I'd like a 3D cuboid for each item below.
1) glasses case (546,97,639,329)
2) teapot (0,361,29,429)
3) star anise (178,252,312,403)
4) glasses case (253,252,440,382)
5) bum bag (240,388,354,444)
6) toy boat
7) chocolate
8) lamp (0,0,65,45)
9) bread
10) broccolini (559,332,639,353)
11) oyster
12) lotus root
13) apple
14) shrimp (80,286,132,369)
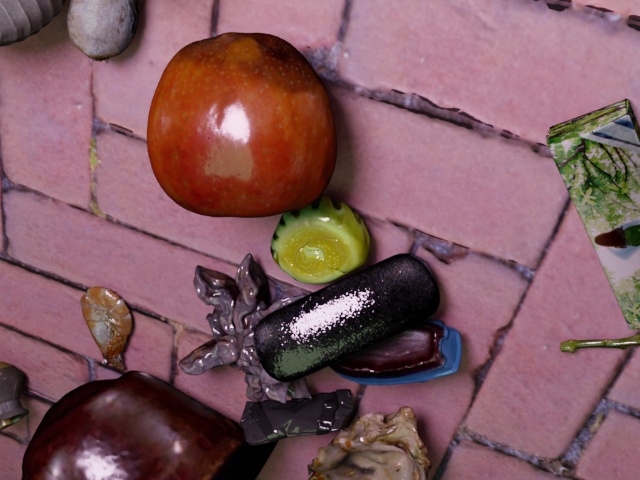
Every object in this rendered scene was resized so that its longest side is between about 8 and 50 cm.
[{"bbox_3d":[0.360,-0.022,0.856,0.095,0.062,0.272,-19,114,31],"label":"glasses case"},{"bbox_3d":[-0.633,0.311,1.425,0.119,0.130,0.165,62,160,12],"label":"teapot"},{"bbox_3d":[-0.106,0.150,1.123,0.212,0.129,0.282,21,120,24],"label":"star anise"},{"bbox_3d":[0.035,0.106,1.002,0.267,0.067,0.103,-25,81,4],"label":"glasses case"},{"bbox_3d":[-0.043,0.280,1.177,0.198,0.087,0.049,-12,129,15],"label":"bum bag"},{"bbox_3d":[0.100,0.164,1.072,0.223,0.100,0.097,-8,154,32],"label":"toy boat"},{"bbox_3d":[-0.320,0.392,1.249,0.331,0.384,0.383,40,129,14],"label":"chocolate"},{"bbox_3d":[-0.425,-0.338,0.845,0.265,0.233,0.233,35,127,-9],"label":"lamp"},{"bbox_3d":[0.000,0.000,1.004,0.130,0.071,0.139,33,126,-6],"label":"bread"},{"bbox_3d":[0.412,0.129,0.953,0.194,0.054,0.052,-24,130,34],"label":"broccolini"},{"bbox_3d":[0.078,0.379,1.214,0.221,0.096,0.361,16,126,17],"label":"oyster"},{"bbox_3d":[-0.265,-0.296,0.903,0.088,0.088,0.165,24,120,5],"label":"lotus root"},{"bbox_3d":[-0.088,-0.134,0.869,0.230,0.230,0.230,10,125,15],"label":"apple"},{"bbox_3d":[-0.368,0.158,1.270,0.091,0.043,0.184,10,124,11],"label":"shrimp"}]
